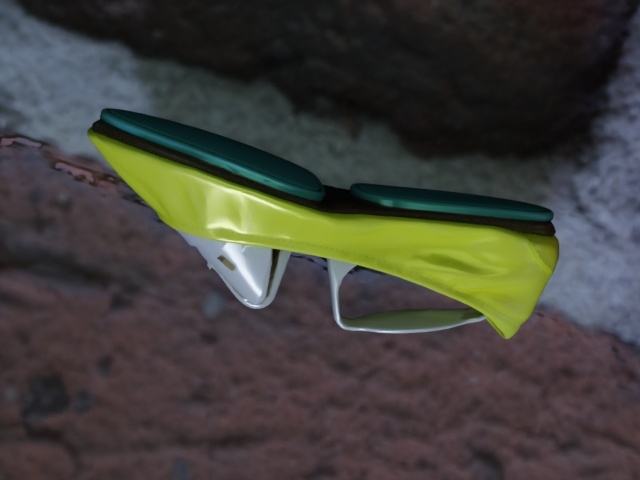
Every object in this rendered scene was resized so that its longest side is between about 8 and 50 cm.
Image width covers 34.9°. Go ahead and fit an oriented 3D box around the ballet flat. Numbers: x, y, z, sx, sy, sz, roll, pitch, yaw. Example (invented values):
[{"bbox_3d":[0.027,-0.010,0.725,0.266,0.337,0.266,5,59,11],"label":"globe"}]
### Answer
[{"bbox_3d":[0.000,0.000,0.480,0.231,0.077,0.077,12,102,-9],"label":"ballet flat"}]
